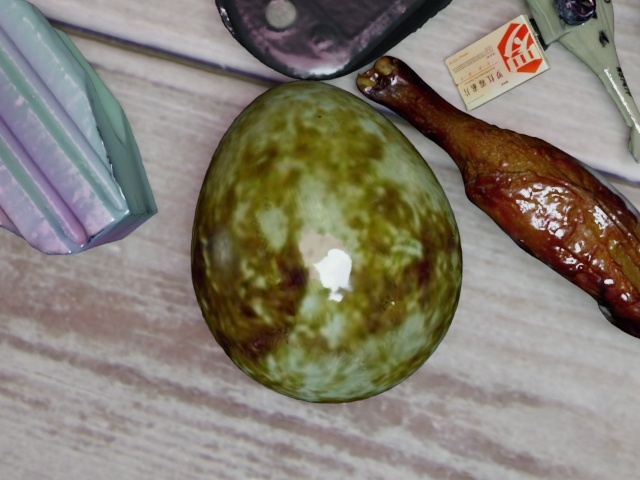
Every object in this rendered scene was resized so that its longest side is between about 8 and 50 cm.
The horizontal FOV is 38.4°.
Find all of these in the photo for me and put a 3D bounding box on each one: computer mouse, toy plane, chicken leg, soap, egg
[{"bbox_3d":[0.031,-0.259,0.884,0.269,0.100,0.170,-40,86,-5],"label":"computer mouse"},{"bbox_3d":[0.265,-0.191,0.884,0.108,0.092,0.286,-23,86,-22],"label":"toy plane"},{"bbox_3d":[0.196,-0.045,0.848,0.407,0.158,0.096,40,98,7],"label":"chicken leg"},{"bbox_3d":[-0.309,-0.121,0.898,0.193,0.109,0.323,-38,87,3],"label":"soap"},{"bbox_3d":[0.000,0.000,0.814,0.238,0.238,0.289,-18,86,3],"label":"egg"}]

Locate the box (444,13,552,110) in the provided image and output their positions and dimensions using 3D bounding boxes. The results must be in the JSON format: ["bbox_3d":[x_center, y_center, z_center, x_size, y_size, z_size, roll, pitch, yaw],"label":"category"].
[{"bbox_3d":[0.172,-0.172,0.893,0.093,0.015,0.058,-27,89,37],"label":"box"}]
